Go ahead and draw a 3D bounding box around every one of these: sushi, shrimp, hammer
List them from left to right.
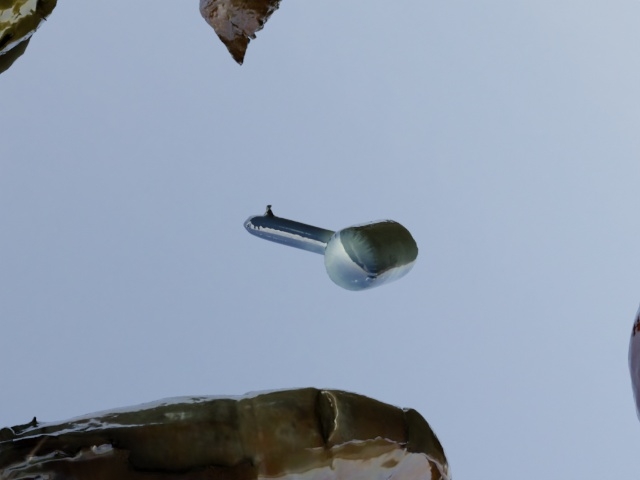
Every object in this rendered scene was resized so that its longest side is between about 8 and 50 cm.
[{"bbox_3d":[-0.079,0.140,0.698,0.289,0.178,0.075,-6,-134,-20],"label":"shrimp"},{"bbox_3d":[-0.044,-0.177,0.926,0.060,0.118,0.061,22,-177,-33],"label":"sushi"},{"bbox_3d":[0.000,0.000,1.474,0.193,0.070,0.116,15,-165,28],"label":"hammer"}]

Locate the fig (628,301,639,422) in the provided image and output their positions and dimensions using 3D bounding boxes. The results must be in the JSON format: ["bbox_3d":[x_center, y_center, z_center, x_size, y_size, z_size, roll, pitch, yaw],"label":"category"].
[{"bbox_3d":[0.336,0.090,0.967,0.235,0.235,0.214,11,-90,-42],"label":"fig"}]

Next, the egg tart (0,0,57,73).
[{"bbox_3d":[-0.230,-0.204,0.828,0.107,0.291,0.291,12,-158,27],"label":"egg tart"}]
